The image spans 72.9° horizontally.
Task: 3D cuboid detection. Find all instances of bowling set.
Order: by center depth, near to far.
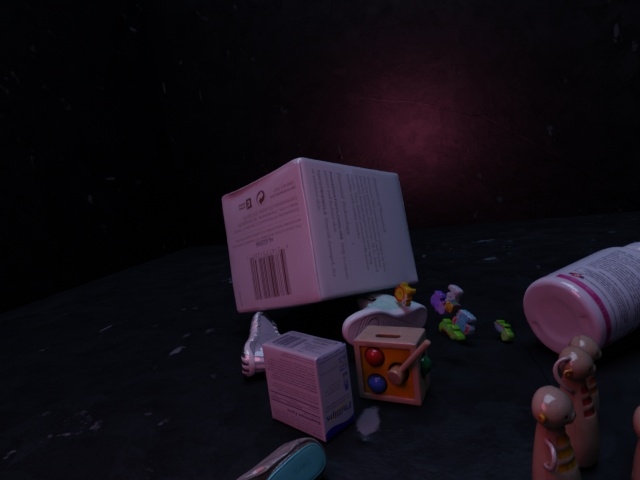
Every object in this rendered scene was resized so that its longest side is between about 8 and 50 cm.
[{"bbox_3d":[0.371,0.205,0.499,0.200,0.154,0.287,-1,11,35],"label":"bowling set"}]

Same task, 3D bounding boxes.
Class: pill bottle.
[{"bbox_3d":[0.562,0.106,0.854,0.283,0.160,0.160,-19,13,-21],"label":"pill bottle"}]

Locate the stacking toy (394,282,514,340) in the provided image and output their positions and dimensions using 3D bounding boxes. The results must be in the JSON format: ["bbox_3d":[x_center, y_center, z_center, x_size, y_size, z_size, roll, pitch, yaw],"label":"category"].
[{"bbox_3d":[0.291,0.162,0.958,0.167,0.052,0.221,5,20,-27],"label":"stacking toy"}]

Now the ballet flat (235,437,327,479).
[{"bbox_3d":[-0.079,0.313,0.521,0.213,0.072,0.068,-15,-15,-45],"label":"ballet flat"}]

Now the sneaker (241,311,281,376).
[{"bbox_3d":[-0.096,0.232,0.980,0.132,0.086,0.228,-1,18,1],"label":"sneaker"}]

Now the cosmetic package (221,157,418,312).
[{"bbox_3d":[0.000,0.000,1.177,0.330,0.326,0.394,-17,-10,43],"label":"cosmetic package"}]

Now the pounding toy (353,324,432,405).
[{"bbox_3d":[0.133,0.209,0.741,0.141,0.129,0.100,-2,11,27],"label":"pounding toy"}]

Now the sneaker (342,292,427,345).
[{"bbox_3d":[0.114,0.183,1.018,0.256,0.094,0.151,-2,9,-41],"label":"sneaker"}]

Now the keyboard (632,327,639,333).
[{"bbox_3d":[0.690,0.177,0.837,0.108,0.023,0.180,-13,10,-33],"label":"keyboard"}]

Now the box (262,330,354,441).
[{"bbox_3d":[-0.020,0.230,0.704,0.126,0.137,0.072,2,11,44],"label":"box"}]
